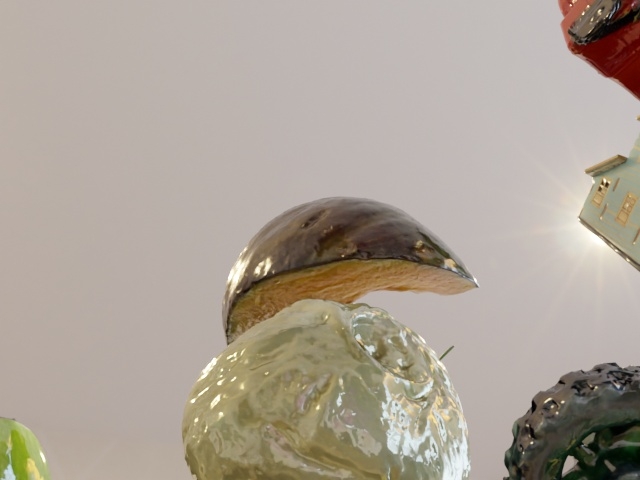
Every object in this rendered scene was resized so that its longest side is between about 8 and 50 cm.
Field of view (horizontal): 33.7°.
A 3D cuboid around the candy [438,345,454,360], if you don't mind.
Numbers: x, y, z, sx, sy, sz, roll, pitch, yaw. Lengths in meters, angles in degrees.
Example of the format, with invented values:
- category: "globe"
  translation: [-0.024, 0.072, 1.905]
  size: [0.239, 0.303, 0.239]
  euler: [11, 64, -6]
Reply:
- category: "candy"
  translation: [0.148, 0.185, 1.472]
  size: [0.035, 0.035, 0.123]
  euler: [35, -63, -3]

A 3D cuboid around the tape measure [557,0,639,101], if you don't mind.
- category: "tape measure"
  translation: [0.413, -0.281, 1.359]
  size: [0.253, 0.260, 0.114]
  euler: [30, -54, -23]

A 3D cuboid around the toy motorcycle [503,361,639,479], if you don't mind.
- category: "toy motorcycle"
  translation: [0.266, 0.248, 0.690]
  size: [0.236, 0.169, 0.410]
  euler: [-20, -70, -3]

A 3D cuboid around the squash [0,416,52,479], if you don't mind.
- category: "squash"
  translation: [-0.368, 0.326, 0.997]
  size: [0.210, 0.309, 0.233]
  euler: [-15, -24, 34]

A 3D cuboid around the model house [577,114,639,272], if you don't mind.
- category: "model house"
  translation: [0.453, -0.064, 1.287]
  size: [0.178, 0.271, 0.207]
  euler: [17, -76, -10]

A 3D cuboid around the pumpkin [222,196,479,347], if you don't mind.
- category: "pumpkin"
  translation: [0.000, 0.000, 1.145]
  size: [0.312, 0.169, 0.148]
  euler: [-16, -34, 22]

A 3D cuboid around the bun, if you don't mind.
- category: "bun"
  translation: [0.008, 0.134, 0.828]
  size: [0.243, 0.244, 0.153]
  euler: [12, -64, -12]
